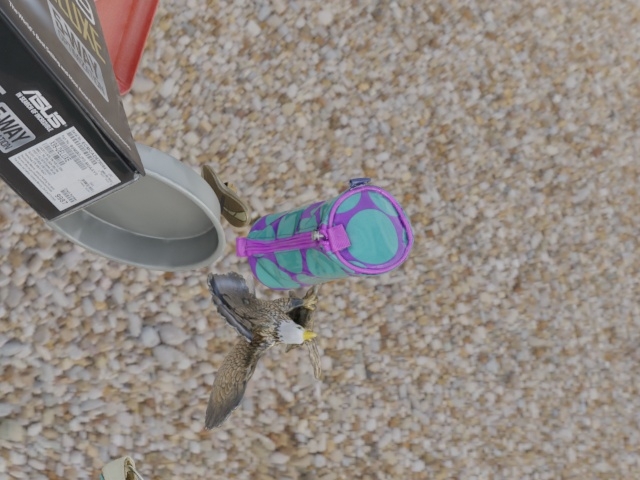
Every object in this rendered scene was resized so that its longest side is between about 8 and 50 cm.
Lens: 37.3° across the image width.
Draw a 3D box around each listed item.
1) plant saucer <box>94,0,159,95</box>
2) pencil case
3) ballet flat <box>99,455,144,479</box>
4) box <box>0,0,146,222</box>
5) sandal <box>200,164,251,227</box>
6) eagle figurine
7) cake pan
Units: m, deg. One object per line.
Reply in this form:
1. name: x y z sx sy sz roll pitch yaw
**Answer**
1. plant saucer: -0.359 -0.278 1.410 0.048 0.259 0.258 42 47 10
2. pencil case: 0.000 0.000 0.682 0.070 0.152 0.064 0 83 -28
3. ballet flat: -0.345 0.497 1.760 0.086 0.248 0.086 -16 130 -19
4. box: -0.231 -0.189 0.568 0.077 0.307 0.242 -26 53 5
5. sandal: -0.184 -0.086 1.883 0.049 0.072 0.180 -12 41 -40
6. eagle figurine: -0.109 0.158 1.601 0.298 0.225 0.226 -18 74 -46
7. cake pan: -0.272 -0.050 1.361 0.293 0.293 0.054 26 58 -20
